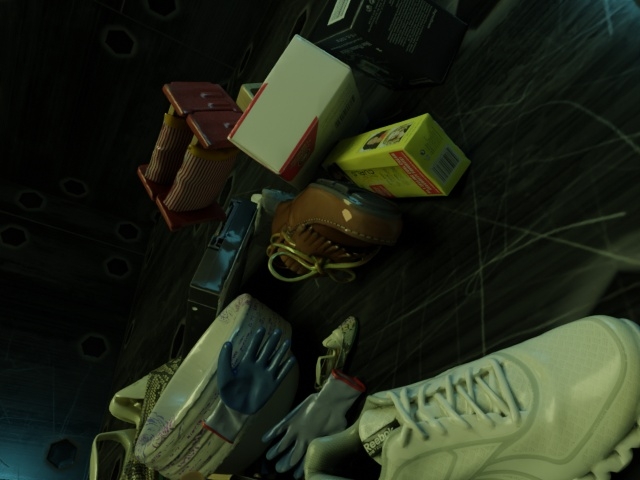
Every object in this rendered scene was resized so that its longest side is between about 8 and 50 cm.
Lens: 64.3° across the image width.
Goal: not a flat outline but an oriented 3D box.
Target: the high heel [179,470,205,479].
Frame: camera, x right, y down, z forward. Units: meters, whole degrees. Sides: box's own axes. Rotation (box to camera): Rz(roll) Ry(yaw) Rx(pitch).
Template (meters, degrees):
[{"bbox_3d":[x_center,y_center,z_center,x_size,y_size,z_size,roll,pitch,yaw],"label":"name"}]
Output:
[{"bbox_3d":[-0.125,0.405,0.593,0.244,0.082,0.117,-125,21,-44],"label":"high heel"}]

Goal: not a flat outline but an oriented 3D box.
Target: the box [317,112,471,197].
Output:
[{"bbox_3d":[0.087,-0.102,0.681,0.058,0.087,0.232,-53,22,-14],"label":"box"}]

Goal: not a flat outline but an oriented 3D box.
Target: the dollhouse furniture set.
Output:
[{"bbox_3d":[-0.124,-0.170,0.949,0.152,0.373,0.201,52,133,20],"label":"dollhouse furniture set"}]

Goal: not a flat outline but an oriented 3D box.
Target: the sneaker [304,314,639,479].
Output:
[{"bbox_3d":[0.106,0.146,0.386,0.292,0.118,0.110,-43,25,26],"label":"sneaker"}]

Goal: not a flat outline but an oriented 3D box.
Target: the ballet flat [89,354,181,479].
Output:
[{"bbox_3d":[-0.412,0.442,1.152,0.483,0.181,0.164,-91,16,-51],"label":"ballet flat"}]

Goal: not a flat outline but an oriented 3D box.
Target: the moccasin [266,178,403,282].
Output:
[{"bbox_3d":[-0.003,-0.001,0.740,0.380,0.139,0.147,-2,70,65],"label":"moccasin"}]

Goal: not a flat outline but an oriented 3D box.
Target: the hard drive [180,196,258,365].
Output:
[{"bbox_3d":[-0.209,0.104,1.042,0.339,0.064,0.237,111,176,-47],"label":"hard drive"}]

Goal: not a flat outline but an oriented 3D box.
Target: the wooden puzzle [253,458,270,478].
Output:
[{"bbox_3d":[-0.093,0.404,0.774,0.078,0.014,0.117,26,96,62],"label":"wooden puzzle"}]

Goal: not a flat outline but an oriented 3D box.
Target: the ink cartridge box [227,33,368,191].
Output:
[{"bbox_3d":[-0.020,-0.173,0.788,0.172,0.100,0.237,-55,-11,3],"label":"ink cartridge box"}]

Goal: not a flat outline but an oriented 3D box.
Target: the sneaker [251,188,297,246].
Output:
[{"bbox_3d":[-0.098,-0.042,1.063,0.232,0.090,0.116,176,106,-74],"label":"sneaker"}]

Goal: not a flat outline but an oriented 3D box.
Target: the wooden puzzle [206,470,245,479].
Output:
[{"bbox_3d":[-0.233,0.455,0.949,0.348,0.080,0.323,-46,33,43],"label":"wooden puzzle"}]

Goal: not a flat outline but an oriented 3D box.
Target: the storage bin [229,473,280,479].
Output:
[{"bbox_3d":[-0.059,0.371,0.639,0.180,0.084,0.122,-29,46,55],"label":"storage bin"}]

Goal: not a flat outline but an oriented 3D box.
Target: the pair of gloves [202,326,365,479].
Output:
[{"bbox_3d":[-0.051,0.203,0.637,0.159,0.198,0.023,-57,5,4],"label":"pair of gloves"}]

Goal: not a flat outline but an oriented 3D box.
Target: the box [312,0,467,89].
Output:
[{"bbox_3d":[0.094,-0.299,0.741,0.093,0.158,0.156,-67,23,4],"label":"box"}]

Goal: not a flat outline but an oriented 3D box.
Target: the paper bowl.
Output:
[{"bbox_3d":[-0.141,0.235,0.785,0.284,0.148,0.284,-51,12,15],"label":"paper bowl"}]

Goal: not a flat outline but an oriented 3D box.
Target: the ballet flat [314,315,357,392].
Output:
[{"bbox_3d":[0.018,0.156,0.696,0.041,0.041,0.115,5,76,66],"label":"ballet flat"}]
